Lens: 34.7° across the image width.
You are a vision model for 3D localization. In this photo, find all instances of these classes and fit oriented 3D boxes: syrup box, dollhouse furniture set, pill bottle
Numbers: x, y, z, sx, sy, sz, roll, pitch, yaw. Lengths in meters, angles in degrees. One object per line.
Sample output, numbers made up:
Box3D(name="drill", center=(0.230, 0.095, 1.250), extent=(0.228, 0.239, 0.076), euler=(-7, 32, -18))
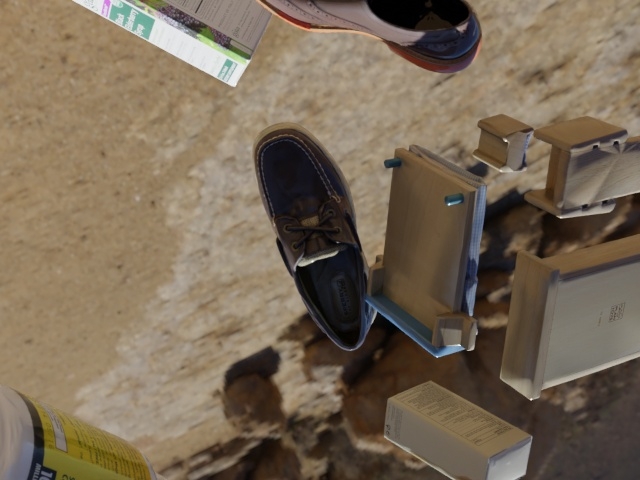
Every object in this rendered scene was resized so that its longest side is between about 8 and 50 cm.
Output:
Box3D(name="syrup box", center=(-0.185, -0.300, 1.286), extent=(0.096, 0.237, 0.093), euler=(-67, -169, -20))
Box3D(name="dollhouse furniture set", center=(0.205, -0.028, 1.077), extent=(0.198, 0.303, 0.286), euler=(-12, 119, -31))
Box3D(name="pill bottle", center=(-0.305, 0.293, 1.165), extent=(0.188, 0.188, 0.334), euler=(-31, 143, 13))

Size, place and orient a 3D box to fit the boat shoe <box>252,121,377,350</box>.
Box3D(name="boat shoe", center=(0.000, 0.000, 1.202), extent=(0.103, 0.285, 0.092), euler=(-18, -159, 3))

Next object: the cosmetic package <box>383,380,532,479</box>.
Box3D(name="cosmetic package", center=(0.115, 0.167, 0.872), extent=(0.060, 0.115, 0.041), euler=(-14, 118, -39))

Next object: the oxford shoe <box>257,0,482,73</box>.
Box3D(name="oxford shoe", center=(0.033, -0.253, 1.009), extent=(0.098, 0.271, 0.097), euler=(55, 56, -78))
